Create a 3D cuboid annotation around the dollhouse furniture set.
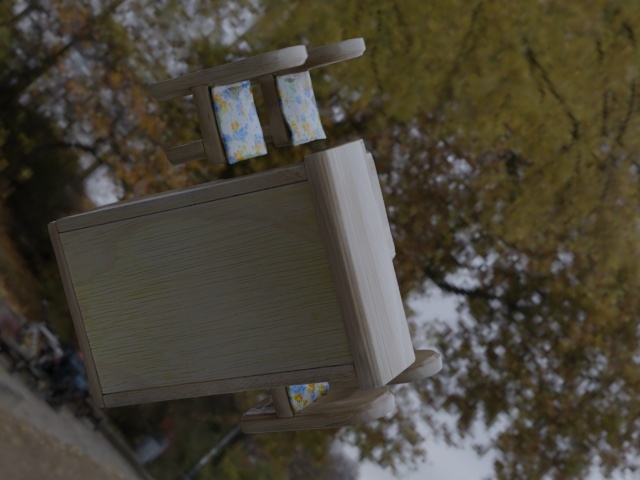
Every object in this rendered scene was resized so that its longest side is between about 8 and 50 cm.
[{"bbox_3d":[0.000,0.000,0.654,0.161,0.242,0.212,-10,-82,29],"label":"dollhouse furniture set"}]
